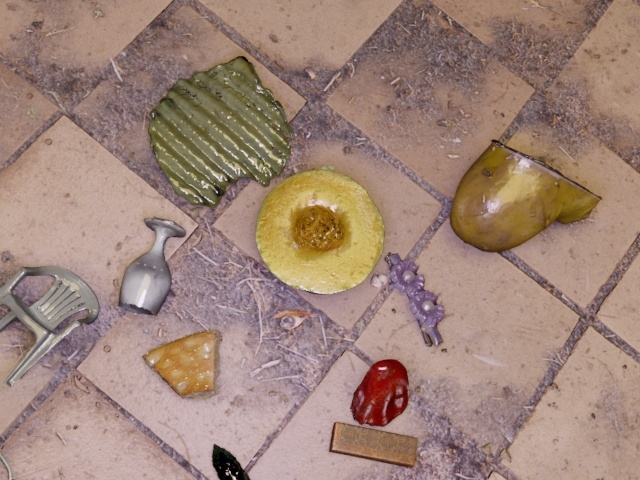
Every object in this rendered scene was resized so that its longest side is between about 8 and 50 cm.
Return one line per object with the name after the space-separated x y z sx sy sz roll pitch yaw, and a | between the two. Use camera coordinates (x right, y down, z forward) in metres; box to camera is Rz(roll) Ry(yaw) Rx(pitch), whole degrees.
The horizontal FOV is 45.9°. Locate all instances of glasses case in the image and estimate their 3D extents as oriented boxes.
0.135 0.524 1.931 0.218 0.049 0.075 12 66 -5 | glasses case

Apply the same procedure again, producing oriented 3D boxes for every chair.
-0.698 0.191 1.847 0.275 0.190 0.203 -44 86 -9 | chair

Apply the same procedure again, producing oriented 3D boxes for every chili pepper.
0.164 0.366 1.883 0.144 0.252 0.136 16 54 4 | chili pepper

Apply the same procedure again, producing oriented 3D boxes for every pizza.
-0.343 0.329 1.908 0.204 0.080 0.188 -9 52 -1 | pizza

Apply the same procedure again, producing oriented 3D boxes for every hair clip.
0.259 0.153 2.050 0.106 0.084 0.292 -17 72 -31 | hair clip

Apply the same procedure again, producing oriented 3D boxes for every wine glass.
-0.433 0.069 1.939 0.126 0.126 0.241 17 71 -3 | wine glass

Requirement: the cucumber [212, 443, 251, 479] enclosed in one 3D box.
-0.183 0.628 1.845 0.072 0.072 0.300 -35 81 -16 | cucumber

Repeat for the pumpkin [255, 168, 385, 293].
0.000 0.000 1.999 0.332 0.199 0.332 0 73 0 | pumpkin

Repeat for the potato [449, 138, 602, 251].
0.542 -0.089 2.109 0.397 0.290 0.296 22 102 -39 | potato

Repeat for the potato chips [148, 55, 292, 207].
-0.284 -0.306 2.084 0.373 0.097 0.389 -25 80 -9 | potato chips
